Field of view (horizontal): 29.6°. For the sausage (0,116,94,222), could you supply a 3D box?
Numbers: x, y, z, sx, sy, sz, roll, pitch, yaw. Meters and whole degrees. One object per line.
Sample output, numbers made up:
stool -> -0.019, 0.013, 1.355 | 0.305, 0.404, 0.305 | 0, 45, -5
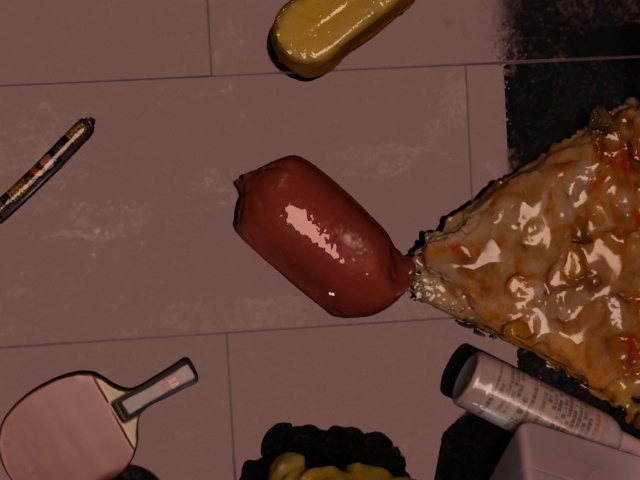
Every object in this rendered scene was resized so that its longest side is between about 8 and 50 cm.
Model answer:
sausage -> -0.358, -0.085, 1.535 | 0.198, 0.025, 0.028 | -44, 98, -3

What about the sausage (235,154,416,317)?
sausage -> 0.000, 0.000, 1.517 | 0.254, 0.148, 0.148 | 44, 88, -7

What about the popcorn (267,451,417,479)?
popcorn -> 0.031, 0.387, 1.501 | 0.250, 0.235, 0.241 | 17, 114, 22

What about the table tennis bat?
table tennis bat -> -0.283, 0.232, 1.560 | 0.274, 0.021, 0.154 | -29, 95, -2

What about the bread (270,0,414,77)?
bread -> 0.042, -0.306, 1.534 | 0.245, 0.094, 0.102 | -40, 86, -3

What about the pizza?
pizza -> 0.380, 0.003, 1.587 | 0.435, 0.080, 0.391 | 30, 90, -8

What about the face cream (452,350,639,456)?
face cream -> 0.306, 0.236, 1.588 | 0.269, 0.082, 0.082 | 28, 90, -6

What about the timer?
timer -> 0.303, 0.375, 1.506 | 0.192, 0.194, 0.195 | 18, 122, -6
